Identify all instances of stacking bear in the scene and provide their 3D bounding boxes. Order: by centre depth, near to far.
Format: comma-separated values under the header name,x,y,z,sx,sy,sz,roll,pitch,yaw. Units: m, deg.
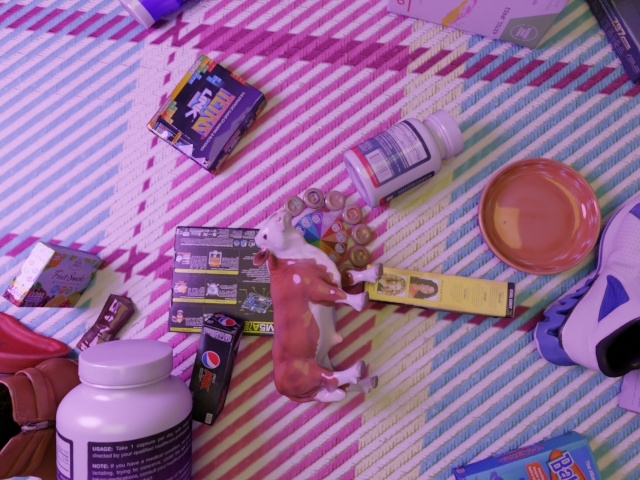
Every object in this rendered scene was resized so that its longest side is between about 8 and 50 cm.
name,x,y,z,sx,sy,sz,roll,pitch,yaw
stacking bear,-0.571,0.279,0.745,0.175,0.164,0.289,25,89,6

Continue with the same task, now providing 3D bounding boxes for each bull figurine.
name,x,y,z,sx,sy,sz,roll,pitch,yaw
bull figurine,-0.009,0.105,0.717,0.189,0.101,0.310,5,105,26

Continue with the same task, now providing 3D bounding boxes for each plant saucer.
name,x,y,z,sx,sy,sz,roll,pitch,yaw
plant saucer,0.365,-0.040,0.795,0.200,0.037,0.199,0,82,4

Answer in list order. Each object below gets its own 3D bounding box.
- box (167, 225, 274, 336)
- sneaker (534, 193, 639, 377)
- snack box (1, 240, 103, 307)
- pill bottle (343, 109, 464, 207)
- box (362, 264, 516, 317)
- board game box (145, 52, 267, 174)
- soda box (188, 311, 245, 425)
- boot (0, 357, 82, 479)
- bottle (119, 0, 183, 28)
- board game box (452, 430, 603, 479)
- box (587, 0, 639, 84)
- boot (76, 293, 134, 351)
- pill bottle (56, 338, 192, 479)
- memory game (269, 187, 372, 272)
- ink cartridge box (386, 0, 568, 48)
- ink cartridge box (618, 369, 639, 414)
name,x,y,z,sx,sy,sz,roll,pitch,yaw
box,-0.157,0.069,0.804,0.191,0.045,0.184,1,85,2
sneaker,0.482,0.082,0.687,0.127,0.182,0.315,37,88,-14
snack box,-0.432,0.060,0.769,0.037,0.141,0.100,29,85,7
pill bottle,0.140,-0.141,0.785,0.180,0.108,0.108,-28,82,-1
box,0.186,0.084,0.764,0.232,0.087,0.058,6,81,5
board game box,-0.203,-0.227,0.845,0.141,0.048,0.170,34,85,8
soda box,-0.171,0.205,0.753,0.053,0.060,0.168,17,104,5
boot,-0.410,0.320,0.692,0.109,0.220,0.283,6,82,4
bottle,-0.248,-0.516,0.864,0.118,0.092,0.283,42,86,6
board game box,0.335,0.411,0.729,0.210,0.047,0.160,-18,82,0
box,0.594,-0.418,0.824,0.183,0.059,0.232,-22,81,1
boot,-0.348,0.159,0.807,0.106,0.037,0.114,33,80,5
pill bottle,-0.279,0.317,0.679,0.182,0.181,0.322,3,94,3
memory game,0.000,0.000,0.798,0.186,0.012,0.186,2,82,-12
ink cartridge box,0.232,-0.463,0.774,0.354,0.207,0.119,18,82,6
ink cartridge box,0.594,0.219,0.612,0.226,0.306,0.131,17,83,5
